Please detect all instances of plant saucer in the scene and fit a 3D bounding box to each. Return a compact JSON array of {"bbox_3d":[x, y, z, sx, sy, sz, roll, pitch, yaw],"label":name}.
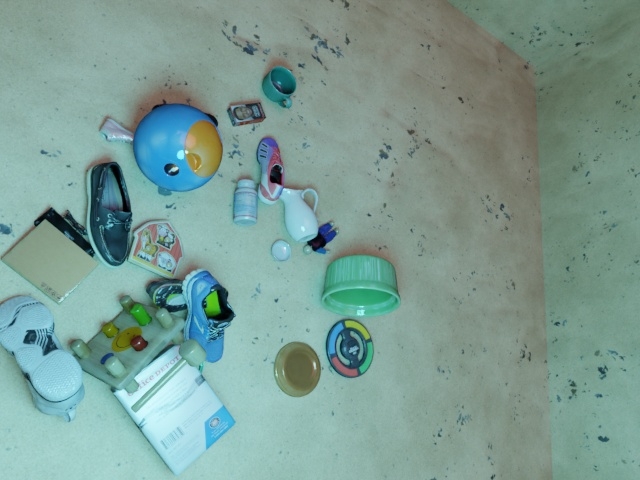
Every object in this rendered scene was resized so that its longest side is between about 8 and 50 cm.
[{"bbox_3d":[-0.077,0.471,1.863,0.200,0.037,0.200,11,70,-32],"label":"plant saucer"}]

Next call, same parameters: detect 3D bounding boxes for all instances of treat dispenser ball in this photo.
[{"bbox_3d":[-0.469,-0.306,1.682,0.288,0.288,0.288,11,69,-32],"label":"treat dispenser ball"}]

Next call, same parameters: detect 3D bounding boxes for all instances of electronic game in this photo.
[{"bbox_3d":[0.118,0.426,2.007,0.229,0.048,0.229,12,69,-32],"label":"electronic game"}]

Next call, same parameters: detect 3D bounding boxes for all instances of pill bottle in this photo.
[{"bbox_3d":[-0.278,-0.141,1.886,0.087,0.087,0.160,10,69,-32],"label":"pill bottle"}]

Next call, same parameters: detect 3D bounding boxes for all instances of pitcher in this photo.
[{"bbox_3d":[-0.065,-0.107,2.001,0.178,0.125,0.207,-13,74,-28],"label":"pitcher"}]

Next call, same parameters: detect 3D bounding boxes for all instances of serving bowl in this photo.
[{"bbox_3d":[-0.155,0.044,1.951,0.083,0.027,0.083,12,68,-32],"label":"serving bowl"}]

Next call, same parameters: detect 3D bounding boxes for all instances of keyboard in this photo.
[{"bbox_3d":[-0.765,-0.016,1.551,0.100,0.038,0.192,-43,104,-12],"label":"keyboard"}]

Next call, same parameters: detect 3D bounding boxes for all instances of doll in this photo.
[{"bbox_3d":[0.000,0.000,2.062,0.189,0.046,0.129,-38,97,-37],"label":"doll"}]

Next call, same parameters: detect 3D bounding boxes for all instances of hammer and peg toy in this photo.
[{"bbox_3d":[-0.513,0.301,1.420,0.266,0.361,0.127,-48,133,-34],"label":"hammer and peg toy"}]

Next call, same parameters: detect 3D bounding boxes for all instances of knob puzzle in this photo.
[{"bbox_3d":[-0.526,0.015,1.677,0.213,0.030,0.213,22,58,-41],"label":"knob puzzle"}]

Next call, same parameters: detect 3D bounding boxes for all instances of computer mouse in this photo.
[{"bbox_3d":[-0.497,-0.452,1.871,0.242,0.041,0.071,10,61,-25],"label":"computer mouse"}]

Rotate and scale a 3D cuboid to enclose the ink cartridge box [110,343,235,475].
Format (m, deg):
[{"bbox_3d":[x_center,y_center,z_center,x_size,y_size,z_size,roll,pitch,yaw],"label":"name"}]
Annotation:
[{"bbox_3d":[-0.443,0.499,1.529,0.223,0.129,0.307,-37,98,-29],"label":"ink cartridge box"}]

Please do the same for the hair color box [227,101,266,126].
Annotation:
[{"bbox_3d":[-0.293,-0.502,2.019,0.141,0.043,0.072,-21,89,-37],"label":"hair color box"}]

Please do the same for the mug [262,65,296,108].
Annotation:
[{"bbox_3d":[-0.179,-0.628,2.105,0.129,0.097,0.157,20,65,-29],"label":"mug"}]

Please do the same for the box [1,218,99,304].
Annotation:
[{"bbox_3d":[-0.788,0.063,1.493,0.201,0.021,0.164,44,64,-15],"label":"box"}]

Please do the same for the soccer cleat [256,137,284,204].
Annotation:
[{"bbox_3d":[-0.181,-0.289,1.960,0.109,0.116,0.318,17,52,-27],"label":"soccer cleat"}]

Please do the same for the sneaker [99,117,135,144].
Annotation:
[{"bbox_3d":[-0.673,-0.343,1.700,0.134,0.051,0.070,35,60,-17],"label":"sneaker"}]

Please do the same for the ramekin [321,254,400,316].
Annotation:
[{"bbox_3d":[0.155,0.176,1.964,0.303,0.303,0.148,20,57,-29],"label":"ramekin"}]

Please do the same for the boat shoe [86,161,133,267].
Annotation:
[{"bbox_3d":[-0.643,-0.088,1.584,0.127,0.113,0.340,13,63,-56],"label":"boat shoe"}]

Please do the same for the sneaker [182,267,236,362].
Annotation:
[{"bbox_3d":[-0.347,0.257,1.589,0.130,0.147,0.330,-25,126,-37],"label":"sneaker"}]

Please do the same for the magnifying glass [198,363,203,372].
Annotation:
[{"bbox_3d":[-0.418,0.348,1.672,0.092,0.026,0.231,19,64,-29],"label":"magnifying glass"}]

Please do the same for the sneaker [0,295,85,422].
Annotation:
[{"bbox_3d":[-0.760,0.328,1.378,0.137,0.210,0.366,-26,57,-38],"label":"sneaker"}]

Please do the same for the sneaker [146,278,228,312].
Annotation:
[{"bbox_3d":[-0.430,0.172,1.666,0.300,0.121,0.111,18,96,-50],"label":"sneaker"}]
